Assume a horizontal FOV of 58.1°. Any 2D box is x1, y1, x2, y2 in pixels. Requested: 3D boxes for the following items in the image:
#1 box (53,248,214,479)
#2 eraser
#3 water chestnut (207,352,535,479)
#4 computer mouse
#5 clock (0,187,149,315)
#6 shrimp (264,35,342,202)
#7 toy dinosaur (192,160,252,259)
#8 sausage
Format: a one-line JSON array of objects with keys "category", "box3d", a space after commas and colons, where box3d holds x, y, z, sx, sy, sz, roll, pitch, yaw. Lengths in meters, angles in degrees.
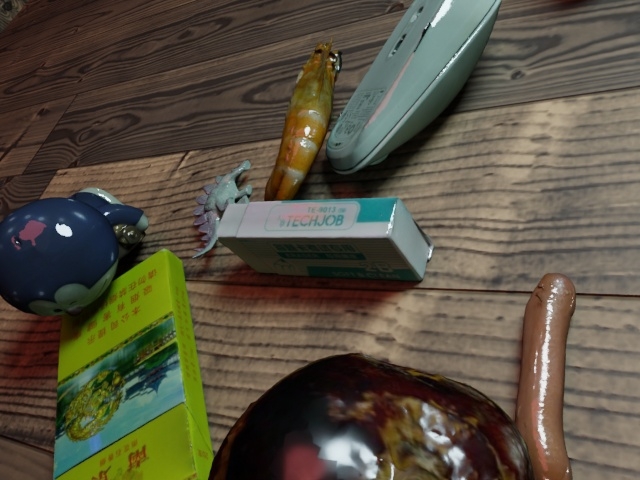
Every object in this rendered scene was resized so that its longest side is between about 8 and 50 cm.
[{"category": "box", "box3d": [-0.230, 0.175, 0.684, 0.187, 0.047, 0.335, -31, 45, 8]}, {"category": "eraser", "box3d": [0.000, 0.000, 0.631, 0.225, 0.095, 0.052, 1, 61, 34]}, {"category": "water chestnut", "box3d": [0.034, 0.191, 0.399, 0.223, 0.238, 0.224, 10, 40, -8]}, {"category": "computer mouse", "box3d": [0.117, -0.193, 0.701, 0.289, 0.097, 0.159, -59, 19, 3]}, {"category": "clock", "box3d": [-0.342, 0.012, 0.776, 0.199, 0.147, 0.243, -34, 13, 1]}, {"category": "shrimp", "box3d": [-0.021, -0.150, 0.752, 0.249, 0.068, 0.150, -70, 16, -14]}, {"category": "toy dinosaur", "box3d": [-0.142, -0.041, 0.799, 0.082, 0.039, 0.209, -18, 37, 26]}, {"category": "sausage", "box3d": [0.181, 0.111, 0.461, 0.043, 0.043, 0.187, -4, 53, 32]}]
